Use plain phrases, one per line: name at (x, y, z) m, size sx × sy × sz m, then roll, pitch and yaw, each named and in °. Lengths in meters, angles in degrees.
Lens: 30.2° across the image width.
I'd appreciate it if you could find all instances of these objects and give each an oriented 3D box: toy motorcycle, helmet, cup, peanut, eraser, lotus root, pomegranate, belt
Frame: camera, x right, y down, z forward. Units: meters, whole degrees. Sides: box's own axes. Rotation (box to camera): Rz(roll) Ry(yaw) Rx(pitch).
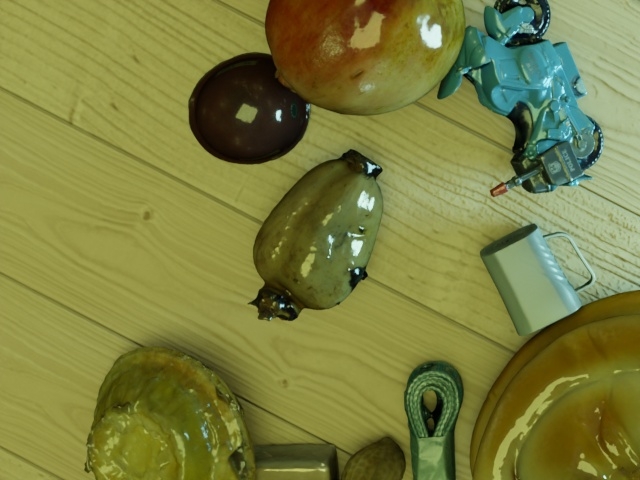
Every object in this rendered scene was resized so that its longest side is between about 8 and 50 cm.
toy motorcycle at (0.254, -0.179, 1.538) m, size 0.182 × 0.123 × 0.272 m, roll -27°, pitch 100°, yaw -3°
helmet at (-0.109, -0.173, 1.601) m, size 0.175 × 0.106 × 0.155 m, roll -4°, pitch 101°, yaw 12°
cup at (0.296, 0.047, 1.597) m, size 0.128 × 0.095 × 0.129 m, roll -28°, pitch 95°, yaw 10°
peanut at (0.061, 0.356, 1.659) m, size 0.089 × 0.089 × 0.193 m, roll 36°, pitch 60°, yaw -1°
eraser at (-0.038, 0.471, 1.736) m, size 0.144 × 0.078 × 0.343 m, roll -3°, pitch 101°, yaw 10°
lotus root at (0.000, 0.000, 1.605) m, size 0.154 × 0.140 × 0.257 m, roll 34°, pitch 94°, yaw 13°
pomegranate at (0.041, -0.271, 1.493) m, size 0.270 × 0.229 × 0.252 m, roll -39°, pitch 57°, yaw 30°
belt at (0.168, 0.322, 1.680) m, size 0.087 × 0.072 × 0.302 m, roll -4°, pitch 100°, yaw 4°

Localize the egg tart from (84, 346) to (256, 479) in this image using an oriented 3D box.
egg tart at (-0.226, 0.294, 1.670) m, size 0.290 × 0.115 × 0.290 m, roll 6°, pitch 104°, yaw 27°

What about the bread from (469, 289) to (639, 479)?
bread at (0.394, 0.260, 1.547) m, size 0.424 × 0.245 × 0.329 m, roll -36°, pitch 95°, yaw 17°
